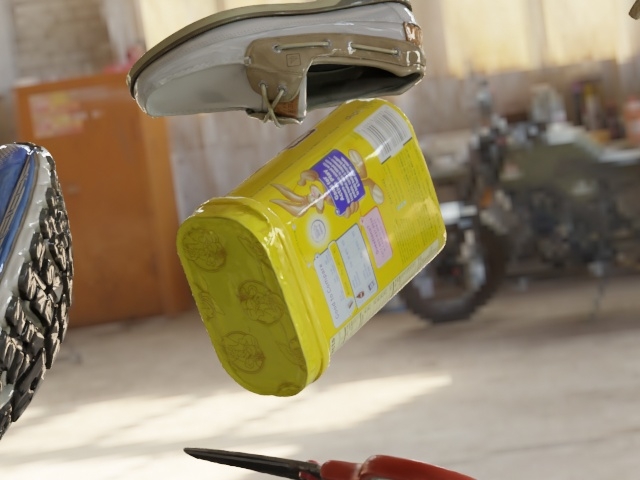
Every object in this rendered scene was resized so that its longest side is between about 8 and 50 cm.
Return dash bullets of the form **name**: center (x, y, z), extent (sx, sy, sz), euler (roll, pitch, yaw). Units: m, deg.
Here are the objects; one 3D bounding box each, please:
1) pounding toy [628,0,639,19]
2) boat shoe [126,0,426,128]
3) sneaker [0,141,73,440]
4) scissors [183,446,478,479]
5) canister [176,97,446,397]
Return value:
- **pounding toy**: center (0.355, -0.261, 1.804), extent (0.181, 0.206, 0.094), euler (-21, 45, -7)
- **boat shoe**: center (-0.040, -0.172, 1.925), extent (0.302, 0.103, 0.113), euler (-17, -24, -6)
- **sneaker**: center (-0.253, 0.070, 1.154), extent (0.147, 0.330, 0.130), euler (18, -30, 11)
- **scissors**: center (0.004, 0.152, 1.284), extent (0.297, 0.021, 0.109), euler (13, -22, 34)
- **canister**: center (0.000, 0.000, 1.185), extent (0.073, 0.126, 0.170), euler (-1, 28, 39)
